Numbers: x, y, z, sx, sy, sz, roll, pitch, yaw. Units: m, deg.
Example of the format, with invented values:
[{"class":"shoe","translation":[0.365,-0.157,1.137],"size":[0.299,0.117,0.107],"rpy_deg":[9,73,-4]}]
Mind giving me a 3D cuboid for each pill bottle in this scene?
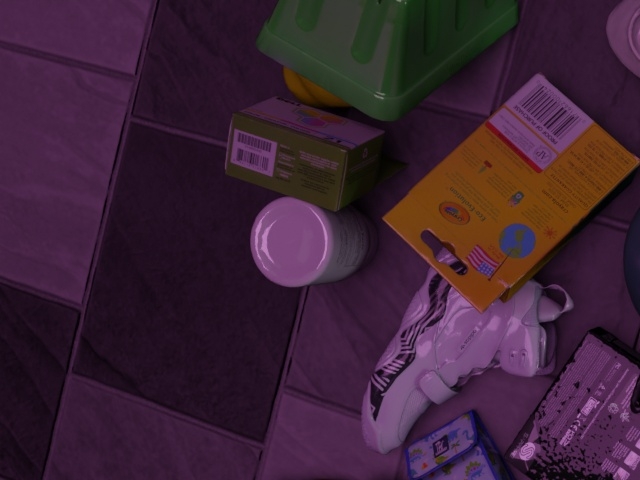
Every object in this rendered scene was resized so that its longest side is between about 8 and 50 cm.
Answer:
[{"class":"pill bottle","translation":[0.000,0.000,1.857],"size":[0.131,0.229,0.131],"rpy_deg":[0,91,23]}]

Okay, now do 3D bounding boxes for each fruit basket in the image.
[{"class":"fruit basket","translation":[0.084,-0.296,1.798],"size":[0.283,0.392,0.392],"rpy_deg":[33,102,20]}]

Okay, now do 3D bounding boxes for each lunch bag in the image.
[{"class":"lunch bag","translation":[0.205,0.344,1.850],"size":[0.128,0.096,0.151],"rpy_deg":[-33,56,16]}]

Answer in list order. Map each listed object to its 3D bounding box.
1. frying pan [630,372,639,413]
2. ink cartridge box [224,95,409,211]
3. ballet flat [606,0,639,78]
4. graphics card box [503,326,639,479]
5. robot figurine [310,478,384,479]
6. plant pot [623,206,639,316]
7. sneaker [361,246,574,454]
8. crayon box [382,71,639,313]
[{"class":"frying pan","translation":[0.528,0.080,1.699],"size":[0.197,0.053,0.326],"rpy_deg":[0,76,20]},{"class":"ink cartridge box","translation":[0.006,-0.145,1.832],"size":[0.188,0.255,0.097],"rpy_deg":[20,117,22]},{"class":"ballet flat","translation":[0.508,-0.232,1.629],"size":[0.139,0.139,0.400],"rpy_deg":[-50,51,15]},{"class":"graphics card box","translation":[0.470,0.317,1.736],"size":[0.371,0.094,0.233],"rpy_deg":[34,103,18]},{"class":"robot figurine","translation":[0.047,0.461,1.919],"size":[0.291,0.085,0.211],"rpy_deg":[5,92,23]},{"class":"plant pot","translation":[0.513,0.035,1.539],"size":[0.293,0.293,0.235],"rpy_deg":[-66,26,10]},{"class":"sneaker","translation":[0.211,0.183,1.818],"size":[0.210,0.137,0.366],"rpy_deg":[29,98,23]},{"class":"crayon box","translation":[0.265,-0.060,1.757],"size":[0.318,0.081,0.202],"rpy_deg":[-41,73,-11]}]
